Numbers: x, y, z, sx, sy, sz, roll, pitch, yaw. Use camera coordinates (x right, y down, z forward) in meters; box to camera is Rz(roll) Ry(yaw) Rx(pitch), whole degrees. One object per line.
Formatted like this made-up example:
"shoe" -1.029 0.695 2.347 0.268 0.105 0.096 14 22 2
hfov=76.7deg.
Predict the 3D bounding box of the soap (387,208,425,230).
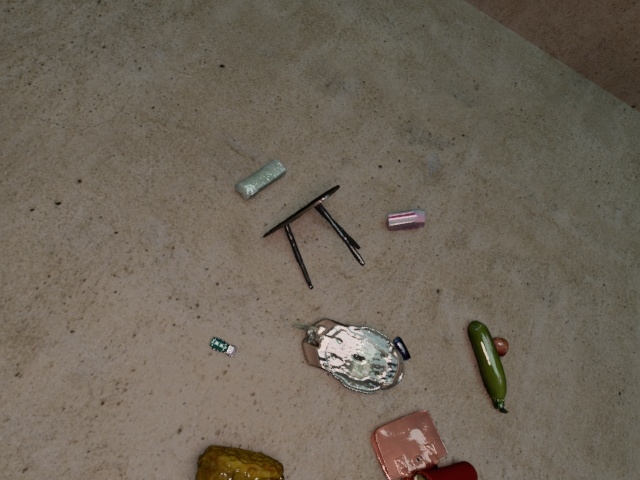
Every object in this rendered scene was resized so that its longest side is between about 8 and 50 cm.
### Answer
"soap" 0.333 -0.076 1.549 0.148 0.100 0.057 -8 77 8

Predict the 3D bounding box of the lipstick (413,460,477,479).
"lipstick" 0.385 0.732 1.236 0.241 0.080 0.080 15 65 -36

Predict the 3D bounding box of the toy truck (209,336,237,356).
"toy truck" -0.300 0.329 1.250 0.083 0.044 0.039 27 68 -5

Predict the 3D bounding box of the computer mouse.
"computer mouse" 0.084 0.364 1.315 0.388 0.115 0.200 22 76 4

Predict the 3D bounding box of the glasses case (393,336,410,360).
"glasses case" 0.285 0.378 1.411 0.033 0.023 0.083 -23 78 -24

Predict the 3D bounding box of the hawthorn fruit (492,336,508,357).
"hawthorn fruit" 0.660 0.408 1.488 0.066 0.067 0.103 5 71 -14

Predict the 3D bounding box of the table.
"table" 0.000 0.000 1.379 0.317 0.317 0.249 -37 98 -24

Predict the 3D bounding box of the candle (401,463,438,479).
"candle" 0.300 0.739 1.279 0.162 0.048 0.053 -21 48 -23

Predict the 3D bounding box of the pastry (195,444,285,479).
"pastry" -0.210 0.620 1.067 0.239 0.235 0.132 14 62 -21

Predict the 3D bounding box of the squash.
"squash" 0.605 0.449 1.447 0.087 0.087 0.332 -7 75 -18

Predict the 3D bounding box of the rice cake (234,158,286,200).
"rice cake" -0.210 -0.221 1.466 0.206 0.063 0.069 -37 86 -24

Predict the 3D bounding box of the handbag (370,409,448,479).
"handbag" 0.280 0.644 1.274 0.212 0.059 0.158 -12 58 -20
